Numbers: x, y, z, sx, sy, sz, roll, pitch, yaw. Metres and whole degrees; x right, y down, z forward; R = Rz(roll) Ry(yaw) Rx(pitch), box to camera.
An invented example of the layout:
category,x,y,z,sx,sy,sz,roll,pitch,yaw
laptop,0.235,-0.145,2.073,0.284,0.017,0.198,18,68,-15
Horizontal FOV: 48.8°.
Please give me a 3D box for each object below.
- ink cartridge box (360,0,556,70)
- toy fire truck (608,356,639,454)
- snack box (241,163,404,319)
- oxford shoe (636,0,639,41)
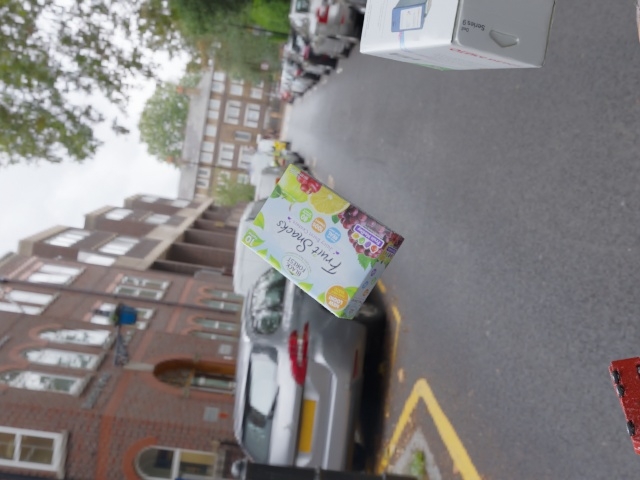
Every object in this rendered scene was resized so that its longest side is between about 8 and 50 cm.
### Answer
category,x,y,z,sx,sy,sz,roll,pitch,yaw
ink cartridge box,0.175,-0.282,0.933,0.212,0.154,0.093,25,109,59
toy fire truck,0.483,0.251,1.079,0.192,0.047,0.135,-87,-25,-43
snack box,0.000,0.000,0.722,0.100,0.141,0.037,-58,-26,6
oxford shoe,0.539,-0.457,1.072,0.364,0.129,0.133,79,-168,-47
